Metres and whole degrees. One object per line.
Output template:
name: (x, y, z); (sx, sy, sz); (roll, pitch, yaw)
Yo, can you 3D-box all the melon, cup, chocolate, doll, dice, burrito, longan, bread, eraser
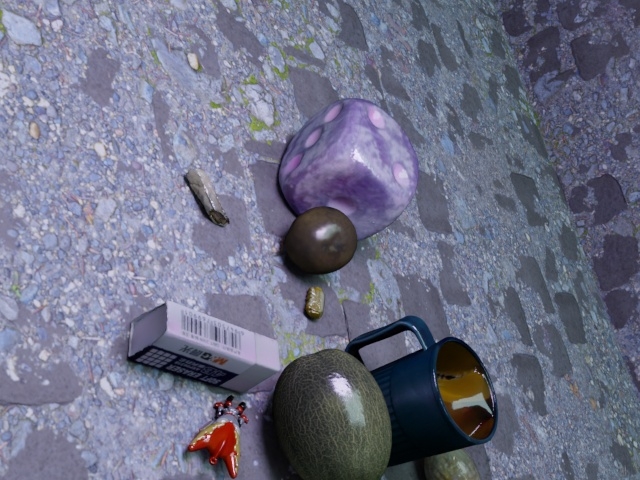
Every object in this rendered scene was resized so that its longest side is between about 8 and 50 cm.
melon: (0.025, 0.379, 1.684); (0.237, 0.237, 0.301); (-8, 76, -53)
cup: (0.202, 0.363, 1.868); (0.308, 0.292, 0.242); (46, 38, -19)
chocolate: (0.356, 0.633, 2.016); (0.134, 0.134, 0.309); (-27, 89, -55)
doll: (-0.189, 0.375, 1.583); (0.109, 0.057, 0.169); (35, 27, -10)
dice: (0.076, -0.182, 2.095); (0.270, 0.270, 0.271); (40, 40, -27)
burrito: (-0.253, -0.097, 1.827); (0.149, 0.041, 0.055); (61, 22, 0)
longan: (0.000, 0.000, 1.971); (0.187, 0.167, 0.167); (-7, 73, -54)
bread: (-0.014, 0.150, 1.965); (0.049, 0.033, 0.088); (24, 44, -21)
eraser: (-0.222, 0.213, 1.587); (0.287, 0.130, 0.086); (26, 45, -37)
